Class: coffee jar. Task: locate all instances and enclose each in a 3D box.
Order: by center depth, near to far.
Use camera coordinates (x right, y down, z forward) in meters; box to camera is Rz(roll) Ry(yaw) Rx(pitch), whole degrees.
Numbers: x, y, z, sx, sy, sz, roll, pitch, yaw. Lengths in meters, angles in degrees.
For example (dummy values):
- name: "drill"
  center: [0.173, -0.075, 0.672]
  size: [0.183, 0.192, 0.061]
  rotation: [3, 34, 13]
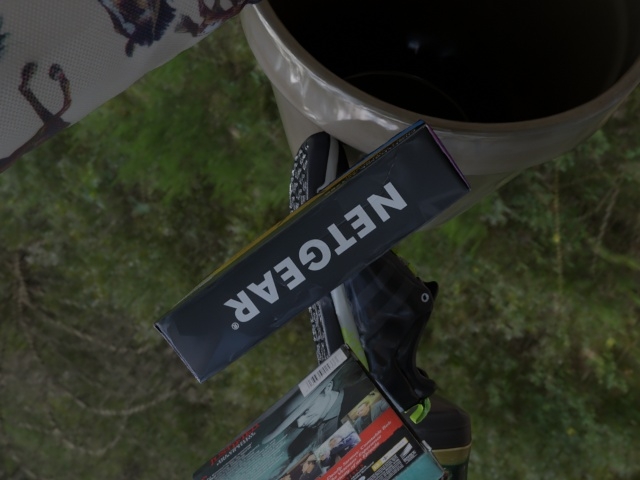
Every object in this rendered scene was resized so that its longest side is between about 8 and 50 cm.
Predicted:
- name: "coffee jar"
  center: [0.089, 0.229, 0.876]
  size: [0.079, 0.184, 0.096]
  rotation: [-1, -175, -15]

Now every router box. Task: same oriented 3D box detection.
- name: "router box"
  center: [0.000, 0.000, 0.563]
  size: [0.046, 0.179, 0.133]
  rotation: [53, -172, -4]

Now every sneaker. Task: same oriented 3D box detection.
- name: "sneaker"
  center: [0.038, 0.028, 0.742]
  size: [0.084, 0.097, 0.234]
  rotation: [-139, 38, -74]

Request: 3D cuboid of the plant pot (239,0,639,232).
- name: "plant pot"
  center: [0.081, -0.152, 0.824]
  size: [0.323, 0.323, 0.280]
  rotation: [36, 154, 10]

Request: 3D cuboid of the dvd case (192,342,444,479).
- name: "dvd case"
  center: [-0.008, 0.085, 0.353]
  size: [0.013, 0.087, 0.119]
  rotation: [50, 178, -16]

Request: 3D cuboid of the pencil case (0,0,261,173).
- name: "pencil case"
  center: [-0.205, -0.105, 0.496]
  size: [0.183, 0.410, 0.159]
  rotation: [31, 154, 51]
